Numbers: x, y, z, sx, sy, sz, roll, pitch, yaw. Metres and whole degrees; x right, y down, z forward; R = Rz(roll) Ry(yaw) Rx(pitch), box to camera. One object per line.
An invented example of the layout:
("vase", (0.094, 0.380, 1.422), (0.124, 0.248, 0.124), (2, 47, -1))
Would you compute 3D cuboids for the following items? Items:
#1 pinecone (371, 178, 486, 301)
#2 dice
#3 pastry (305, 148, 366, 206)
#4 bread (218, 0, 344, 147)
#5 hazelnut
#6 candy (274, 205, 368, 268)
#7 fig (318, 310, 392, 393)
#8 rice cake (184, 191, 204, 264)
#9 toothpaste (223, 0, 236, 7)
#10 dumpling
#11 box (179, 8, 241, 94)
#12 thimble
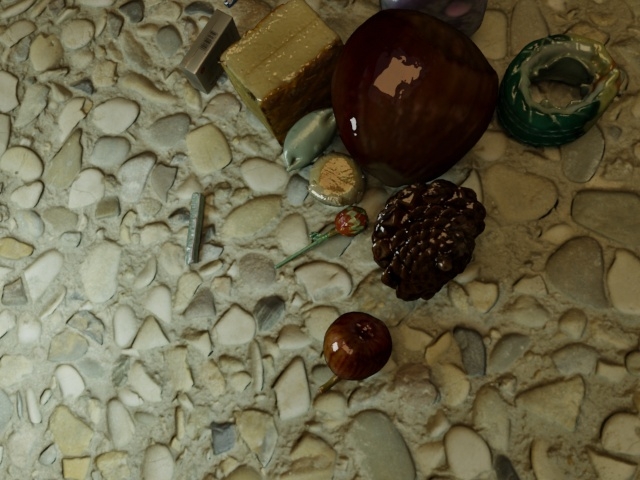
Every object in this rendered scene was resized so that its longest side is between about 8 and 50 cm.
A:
("pinecone", (0.249, -0.015, 1.265), (0.242, 0.296, 0.298), (35, 105, 1))
("dice", (0.289, -0.689, 1.417), (0.272, 0.270, 0.270), (-6, 77, 7))
("pastry", (0.046, -0.162, 1.426), (0.166, 0.088, 0.165), (-2, 76, 8))
("bread", (-0.083, -0.439, 1.410), (0.279, 0.279, 0.207), (-42, 74, 0))
("hazelnut", (0.215, -0.333, 1.294), (0.353, 0.421, 0.420), (31, 82, 45))
("candy", (0.000, -0.001, 1.417), (0.288, 0.084, 0.078), (-32, 74, 10))
("fig", (0.080, 0.277, 1.307), (0.175, 0.207, 0.175), (6, 44, -6))
("rice cake", (-0.350, -0.034, 1.480), (0.033, 0.033, 0.207), (0, 78, 19))
("toothpaste", (-0.262, -0.753, 1.638), (0.083, 0.019, 0.027), (-44, 93, 1))
("dumpling", (-0.024, -0.269, 1.427), (0.105, 0.149, 0.216), (38, 88, 15))
("box", (-0.313, -0.542, 1.535), (0.058, 0.141, 0.201), (30, 85, 8))
("thimble", (0.604, -0.379, 1.357), (0.289, 0.167, 0.254), (-7, 77, 7))
